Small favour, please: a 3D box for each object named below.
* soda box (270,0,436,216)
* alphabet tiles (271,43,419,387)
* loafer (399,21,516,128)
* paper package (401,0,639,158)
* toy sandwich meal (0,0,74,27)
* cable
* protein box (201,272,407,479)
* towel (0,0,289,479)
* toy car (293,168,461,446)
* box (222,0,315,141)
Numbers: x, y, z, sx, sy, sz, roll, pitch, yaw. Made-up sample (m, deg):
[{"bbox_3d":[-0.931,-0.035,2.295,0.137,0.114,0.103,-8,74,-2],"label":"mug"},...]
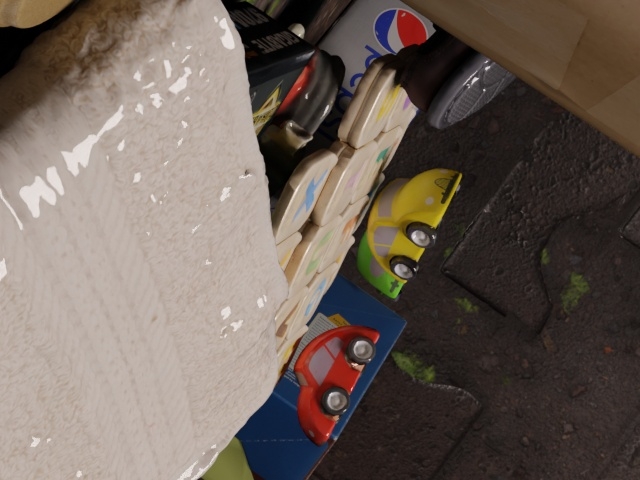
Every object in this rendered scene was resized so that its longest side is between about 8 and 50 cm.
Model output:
[{"bbox_3d":[0.028,-0.115,1.108,0.286,0.098,0.091,-54,178,-28],"label":"soda box"},{"bbox_3d":[0.000,0.000,0.920,0.284,0.021,0.278,-65,170,19],"label":"alphabet tiles"},{"bbox_3d":[0.139,-0.186,0.901,0.302,0.095,0.109,-42,170,-31],"label":"loafer"},{"bbox_3d":[0.201,-0.204,0.634,0.309,0.325,0.168,-56,178,-8],"label":"paper package"},{"bbox_3d":[-0.069,-0.096,0.374,0.085,0.029,0.085,-45,-177,3],"label":"toy sandwich meal"},{"bbox_3d":[-0.072,-0.048,0.886,0.287,0.072,0.139,-37,-159,56],"label":"cable"},{"bbox_3d":[-0.060,0.110,1.240,0.136,0.200,0.201,-56,177,34],"label":"protein box"},{"bbox_3d":[-0.091,0.047,0.493,0.187,0.049,0.282,-46,155,-23],"label":"towel"},{"bbox_3d":[0.046,0.025,1.063,0.239,0.053,0.225,-64,177,18],"label":"toy car"},{"bbox_3d":[-0.089,-0.023,0.630,0.175,0.051,0.220,-56,177,17],"label":"box"}]
